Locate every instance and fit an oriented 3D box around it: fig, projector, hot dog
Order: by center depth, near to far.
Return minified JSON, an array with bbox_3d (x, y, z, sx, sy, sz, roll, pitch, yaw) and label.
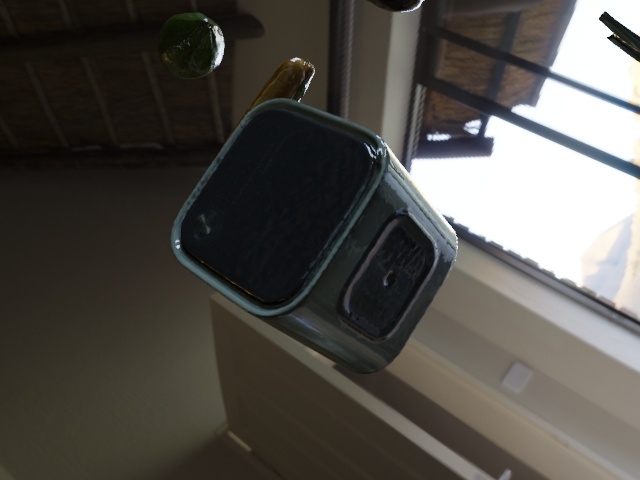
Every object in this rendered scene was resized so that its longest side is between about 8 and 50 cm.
[{"bbox_3d":[0.000,0.000,0.877,0.248,0.248,0.249,-57,-39,-6],"label":"projector"},{"bbox_3d":[-0.236,-0.365,1.244,0.123,0.123,0.156,-53,11,-11],"label":"fig"},{"bbox_3d":[-0.096,-0.241,1.299,0.249,0.068,0.100,-51,-11,16],"label":"hot dog"}]

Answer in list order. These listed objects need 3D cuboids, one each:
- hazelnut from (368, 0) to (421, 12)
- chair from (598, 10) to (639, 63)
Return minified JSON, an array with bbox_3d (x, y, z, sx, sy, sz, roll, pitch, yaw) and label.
[{"bbox_3d":[0.119,-0.449,1.048,0.170,0.202,0.160,22,-50,-29],"label":"hazelnut"},{"bbox_3d":[0.710,-0.375,1.324,0.203,0.274,0.190,-42,16,45],"label":"chair"}]
